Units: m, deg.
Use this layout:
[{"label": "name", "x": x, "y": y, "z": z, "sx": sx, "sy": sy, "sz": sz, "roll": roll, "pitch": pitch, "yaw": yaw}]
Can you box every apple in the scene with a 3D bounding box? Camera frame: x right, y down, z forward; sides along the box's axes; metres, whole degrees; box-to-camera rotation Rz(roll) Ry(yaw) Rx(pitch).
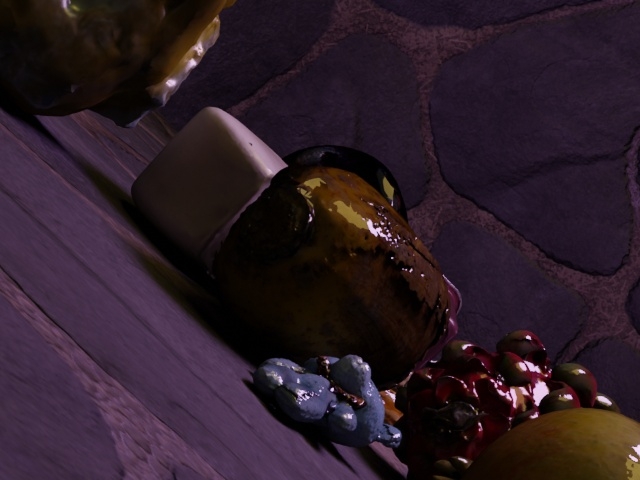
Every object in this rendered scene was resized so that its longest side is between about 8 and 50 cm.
[{"label": "apple", "x": 0.208, "y": 0.243, "z": 1.103, "sx": 0.261, "sy": 0.194, "sz": 0.261, "roll": 44, "pitch": 11, "yaw": -11}]

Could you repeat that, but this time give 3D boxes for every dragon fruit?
[{"label": "dragon fruit", "x": 0.205, "y": 0.202, "z": 1.505, "sx": 0.198, "sy": 0.273, "sz": 0.218, "roll": 145, "pitch": -56, "yaw": -80}]

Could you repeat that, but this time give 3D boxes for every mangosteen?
[{"label": "mangosteen", "x": 0.000, "y": 0.000, "z": 1.774, "sx": 0.243, "sy": 0.243, "sz": 0.243, "roll": 45, "pitch": 2, "yaw": -2}]

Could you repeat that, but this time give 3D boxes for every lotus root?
[{"label": "lotus root", "x": 0.017, "y": 0.045, "z": 1.461, "sx": 0.179, "sy": 0.196, "sz": 0.397, "roll": 59, "pitch": 8, "yaw": 26}]

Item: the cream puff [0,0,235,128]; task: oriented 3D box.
[{"label": "cream puff", "x": -0.249, "y": -0.297, "z": 1.449, "sx": 0.378, "sy": 0.378, "sz": 0.275, "roll": 44, "pitch": 1, "yaw": -21}]

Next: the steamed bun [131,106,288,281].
[{"label": "steamed bun", "x": -0.095, "y": -0.037, "z": 1.564, "sx": 0.164, "sy": 0.146, "sz": 0.242, "roll": 44, "pitch": 1, "yaw": 28}]

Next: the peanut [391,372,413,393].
[{"label": "peanut", "x": 0.069, "y": 0.160, "z": 1.898, "sx": 0.080, "sy": 0.080, "sz": 0.174, "roll": 45, "pitch": -10, "yaw": -8}]

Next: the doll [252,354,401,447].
[{"label": "doll", "x": 0.005, "y": 0.125, "z": 1.268, "sx": 0.120, "sy": 0.075, "sz": 0.180, "roll": 42, "pitch": 0, "yaw": 27}]

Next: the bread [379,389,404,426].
[{"label": "bread", "x": 0.058, "y": 0.182, "z": 1.780, "sx": 0.111, "sy": 0.044, "sz": 0.083, "roll": 43, "pitch": 1, "yaw": -7}]

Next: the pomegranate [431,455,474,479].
[{"label": "pomegranate", "x": 0.224, "y": 0.291, "z": 1.331, "sx": 0.222, "sy": 0.277, "sz": 0.204, "roll": 126, "pitch": -41, "yaw": -72}]

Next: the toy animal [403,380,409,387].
[{"label": "toy animal", "x": 0.202, "y": 0.280, "z": 1.723, "sx": 0.343, "sy": 0.106, "sz": 0.168, "roll": 53, "pitch": -15, "yaw": 50}]

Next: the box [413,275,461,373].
[{"label": "box", "x": 0.054, "y": 0.071, "z": 2.047, "sx": 0.294, "sy": 0.193, "sz": 0.167, "roll": 45, "pitch": 7, "yaw": -10}]
